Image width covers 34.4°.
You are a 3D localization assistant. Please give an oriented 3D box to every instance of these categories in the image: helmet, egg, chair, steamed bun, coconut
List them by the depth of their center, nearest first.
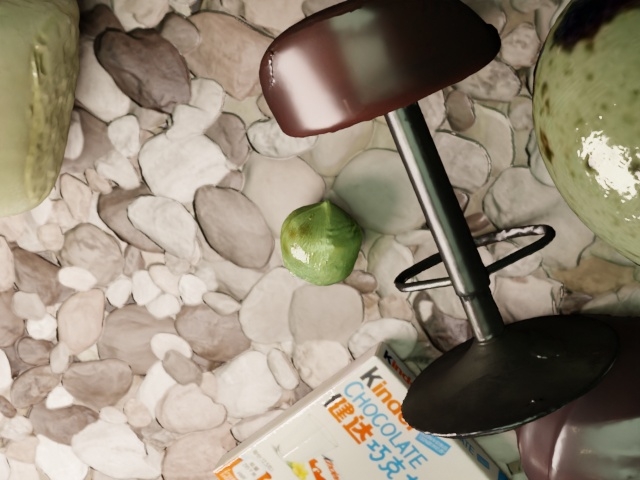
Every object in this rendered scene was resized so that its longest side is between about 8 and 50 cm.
[{"bbox_3d":[0.361,-0.093,0.847,0.380,0.287,0.287,14,113,0],"label":"egg"},{"bbox_3d":[0.107,-0.043,0.956,0.227,0.226,0.400,-19,106,19],"label":"chair"},{"bbox_3d":[-0.391,-0.142,1.011,0.274,0.272,0.290,10,118,9],"label":"steamed bun"},{"bbox_3d":[0.338,0.199,1.025,0.306,0.177,0.224,2,109,13],"label":"helmet"},{"bbox_3d":[0.000,0.000,1.075,0.088,0.088,0.096,11,118,9],"label":"coconut"}]

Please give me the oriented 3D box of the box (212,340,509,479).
[{"bbox_3d":[0.060,0.289,1.188,0.265,0.048,0.273,-40,97,23],"label":"box"}]
